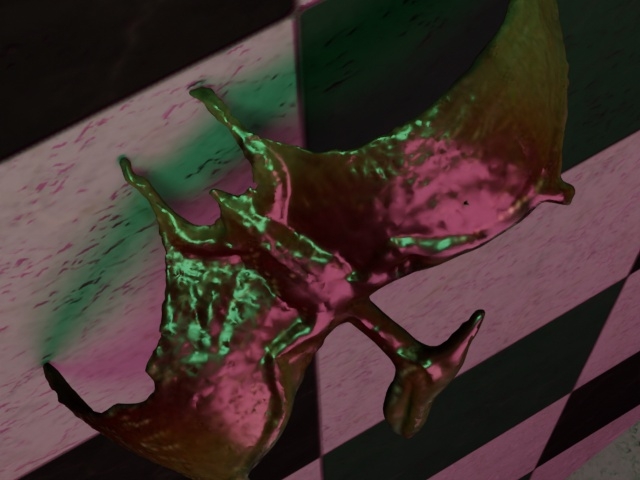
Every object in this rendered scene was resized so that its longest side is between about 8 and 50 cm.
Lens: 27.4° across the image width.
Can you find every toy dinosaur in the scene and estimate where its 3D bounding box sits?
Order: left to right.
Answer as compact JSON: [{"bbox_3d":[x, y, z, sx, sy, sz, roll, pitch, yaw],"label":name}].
[{"bbox_3d":[-0.002,-0.009,0.651,0.206,0.113,0.327,15,114,-14],"label":"toy dinosaur"}]
